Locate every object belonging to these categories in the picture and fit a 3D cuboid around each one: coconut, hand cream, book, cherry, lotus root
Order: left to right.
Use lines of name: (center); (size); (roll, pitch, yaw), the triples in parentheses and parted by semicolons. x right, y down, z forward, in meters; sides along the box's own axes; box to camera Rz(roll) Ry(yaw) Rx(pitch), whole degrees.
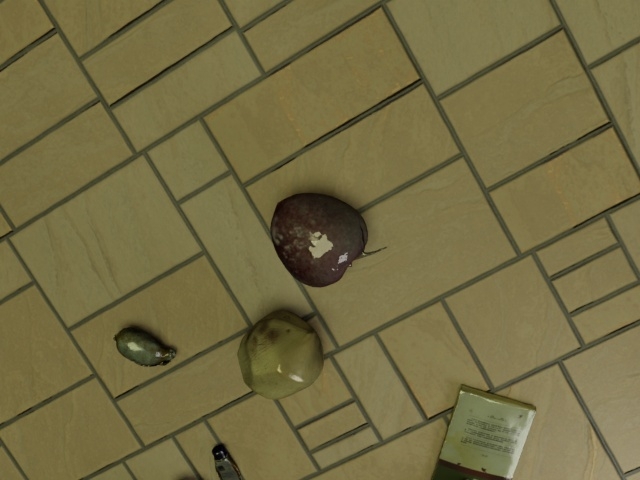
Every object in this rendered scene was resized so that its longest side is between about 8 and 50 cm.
lotus root: (-0.457, 0.280, 1.784); (0.165, 0.088, 0.088); (27, 105, -10)
hand cream: (-0.251, 0.627, 1.861); (0.062, 0.039, 0.163); (-14, 106, 8)
coconut: (-0.092, 0.272, 1.677); (0.224, 0.224, 0.224); (1, 103, 7)
cherry: (0.000, 0.000, 1.610); (0.266, 0.183, 0.213); (36, 95, 1)
book: (0.411, 0.527, 1.759); (0.201, 0.026, 0.290); (16, 104, 3)

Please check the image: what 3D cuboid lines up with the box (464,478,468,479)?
box: (0.333, 0.786, 1.805); (0.273, 0.048, 0.265); (-30, 102, 16)
